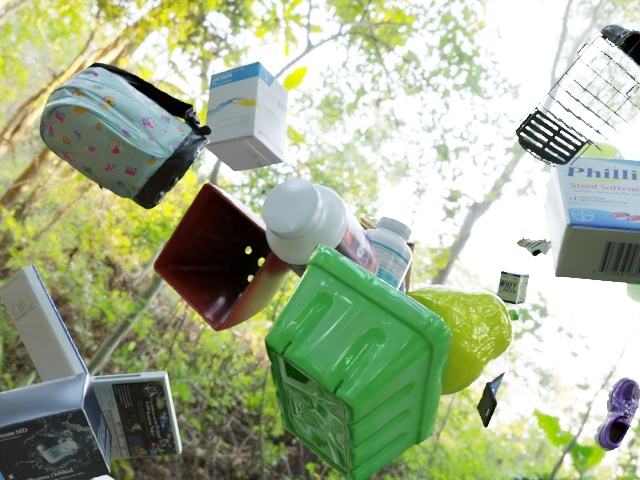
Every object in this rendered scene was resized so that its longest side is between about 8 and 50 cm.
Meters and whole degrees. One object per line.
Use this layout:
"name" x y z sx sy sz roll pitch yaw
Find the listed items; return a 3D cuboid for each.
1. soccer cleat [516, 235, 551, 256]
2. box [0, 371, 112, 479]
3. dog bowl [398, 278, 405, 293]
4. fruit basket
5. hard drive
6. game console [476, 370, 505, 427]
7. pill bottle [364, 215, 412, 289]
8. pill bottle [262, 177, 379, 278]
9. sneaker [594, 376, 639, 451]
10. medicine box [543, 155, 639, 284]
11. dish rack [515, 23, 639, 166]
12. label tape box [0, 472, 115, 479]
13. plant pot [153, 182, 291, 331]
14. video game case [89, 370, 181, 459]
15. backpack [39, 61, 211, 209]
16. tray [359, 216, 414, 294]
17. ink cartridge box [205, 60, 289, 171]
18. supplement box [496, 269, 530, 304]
"soccer cleat" 0.390 0.013 1.206 0.029 0.035 0.083 27 -12 -25
"box" -0.438 0.316 1.062 0.093 0.156 0.158 -116 -164 -57
"dog bowl" 0.098 0.128 1.844 0.265 0.265 0.104 34 -17 -8
"fruit basket" 0.119 0.168 1.047 0.283 0.392 0.392 32 -14 27
"hard drive" -0.718 0.238 1.689 0.210 0.040 0.318 -26 -89 44
"game console" 0.482 0.440 1.809 0.071 0.107 0.122 -2 -49 -8
"pill bottle" 0.131 0.075 1.607 0.146 0.264 0.146 25 -16 8
"pill bottle" 0.000 0.000 1.418 0.181 0.181 0.323 22 -15 31
"sneaker" 0.651 0.375 1.404 0.068 0.170 0.071 24 -15 7
"medicine box" 0.643 -0.049 1.423 0.263 0.289 0.149 5 -52 9
"dish rack" 0.497 -0.245 1.193 0.208 0.271 0.074 20 31 -36
"label tape box" -0.636 0.672 1.599 0.348 0.249 0.115 30 -11 5
"plant pot" -0.208 0.047 1.671 0.267 0.267 0.236 39 13 24
"video game case" -0.357 0.327 1.209 0.173 0.022 0.190 -4 -63 -1
"backpack" -0.251 -0.133 0.821 0.182 0.115 0.152 38 -55 -17
"tray" 0.211 0.057 2.260 0.076 0.203 0.411 2 13 -12
"ink cartridge box" -0.203 -0.337 1.815 0.168 0.232 0.171 -8 -23 24
"supplement box" 0.519 0.125 1.761 0.056 0.083 0.083 11 5 34
